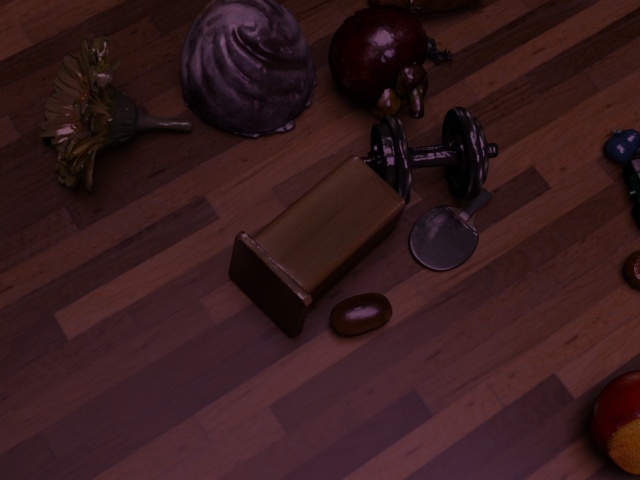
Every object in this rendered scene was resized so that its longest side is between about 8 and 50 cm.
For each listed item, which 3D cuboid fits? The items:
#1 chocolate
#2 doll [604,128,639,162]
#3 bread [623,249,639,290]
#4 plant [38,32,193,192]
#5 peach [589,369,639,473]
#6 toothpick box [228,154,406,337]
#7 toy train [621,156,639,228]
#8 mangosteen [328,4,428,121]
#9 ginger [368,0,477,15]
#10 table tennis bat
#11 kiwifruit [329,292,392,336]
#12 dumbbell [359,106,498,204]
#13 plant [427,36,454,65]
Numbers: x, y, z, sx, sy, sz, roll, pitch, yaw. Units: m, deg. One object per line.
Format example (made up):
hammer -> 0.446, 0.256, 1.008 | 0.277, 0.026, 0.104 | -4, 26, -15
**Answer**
chocolate -> -0.147, -0.391, 1.885 | 0.303, 0.213, 0.303 | 1, 67, -2
doll -> 0.645, -0.206, 1.956 | 0.083, 0.050, 0.076 | -42, 72, -16
bread -> 0.654, 0.060, 1.845 | 0.085, 0.053, 0.085 | 3, 76, -12
plant -> -0.446, -0.266, 1.852 | 0.261, 0.297, 0.306 | 22, 111, 29
peach -> 0.591, 0.331, 1.657 | 0.190, 0.190, 0.192 | 37, 51, 10
toothpick box -> 0.000, 0.000, 1.758 | 0.187, 0.190, 0.308 | 43, 66, 13
toy train -> 0.702, -0.104, 1.897 | 0.136, 0.091, 0.228 | -20, 70, -1
mangosteen -> 0.134, -0.358, 1.896 | 0.215, 0.215, 0.257 | -25, 82, -14
ginger -> 0.262, -0.567, 2.048 | 0.309, 0.107, 0.133 | -12, 46, -8
table tennis bat -> 0.274, -0.027, 1.870 | 0.130, 0.019, 0.220 | 44, 73, 12
kiwifruit -> 0.077, 0.142, 1.758 | 0.124, 0.075, 0.075 | -15, 70, -6
dumbbell -> 0.216, -0.166, 1.830 | 0.290, 0.192, 0.192 | -7, 68, -8
plant -> 0.246, -0.417, 2.013 | 0.102, 0.051, 0.051 | 28, 68, -8
